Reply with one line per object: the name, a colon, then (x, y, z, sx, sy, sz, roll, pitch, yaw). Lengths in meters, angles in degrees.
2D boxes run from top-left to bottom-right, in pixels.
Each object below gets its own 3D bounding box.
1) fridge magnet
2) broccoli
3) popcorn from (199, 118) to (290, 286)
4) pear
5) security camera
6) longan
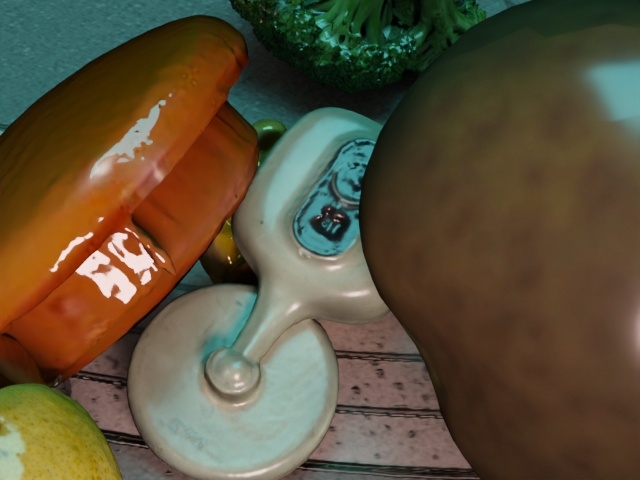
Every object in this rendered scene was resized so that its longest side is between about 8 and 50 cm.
fridge magnet: (-0.182, -0.021, 1.434, 0.155, 0.363, 0.363, 45, 36, -14)
broccoli: (0.038, -0.260, 1.840, 0.261, 0.241, 0.269, 13, 63, -20)
popcorn: (-0.007, -0.016, 1.568, 0.194, 0.140, 0.163, -18, 67, -13)
pear: (-0.205, 0.183, 1.264, 0.178, 0.178, 0.178, 3, 37, -2)
security camera: (-0.025, 0.041, 1.435, 0.157, 0.080, 0.301, 32, 73, 9)
longan: (0.227, 0.016, 1.343, 0.404, 0.404, 0.336, 2, 15, -4)
